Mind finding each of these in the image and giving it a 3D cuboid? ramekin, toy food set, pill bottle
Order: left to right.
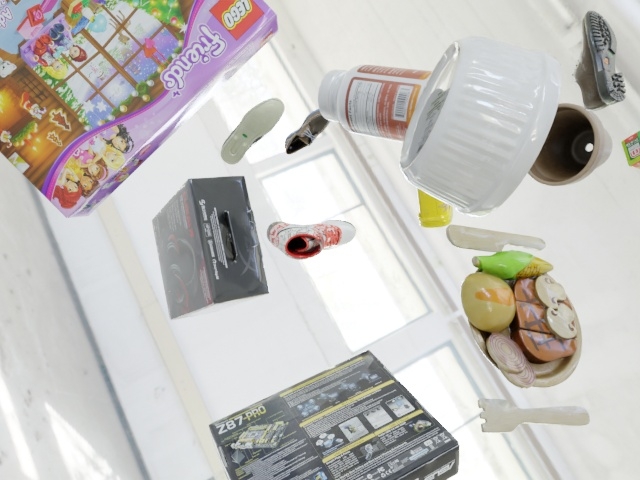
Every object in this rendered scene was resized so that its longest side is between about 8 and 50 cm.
[{"bbox_3d":[0.107,-0.238,0.877,0.216,0.121,0.121,20,-41,33],"label":"pill bottle"},{"bbox_3d":[0.178,-0.141,0.610,0.207,0.109,0.207,-160,-90,-84],"label":"ramekin"},{"bbox_3d":[0.186,0.069,0.457,0.038,0.132,0.192,125,-34,-58],"label":"toy food set"}]

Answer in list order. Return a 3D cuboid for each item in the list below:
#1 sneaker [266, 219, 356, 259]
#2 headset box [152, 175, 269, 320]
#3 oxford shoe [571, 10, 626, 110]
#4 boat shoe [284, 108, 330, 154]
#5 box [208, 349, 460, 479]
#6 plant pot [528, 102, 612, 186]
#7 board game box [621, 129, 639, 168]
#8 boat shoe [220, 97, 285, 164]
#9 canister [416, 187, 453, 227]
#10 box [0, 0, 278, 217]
[{"bbox_3d":[-0.001,0.001,1.383,0.145,0.270,0.090,-142,-123,-60],"label":"sneaker"},{"bbox_3d":[-0.209,0.019,0.941,0.293,0.110,0.218,-23,-102,56],"label":"headset box"},{"bbox_3d":[0.590,-0.392,1.111,0.096,0.082,0.227,154,-60,-65],"label":"oxford shoe"},{"bbox_3d":[-0.035,-0.307,1.470,0.066,0.183,0.066,33,42,-25],"label":"boat shoe"},{"bbox_3d":[0.016,0.402,0.990,0.318,0.395,0.097,40,-36,52],"label":"box"},{"bbox_3d":[0.838,-0.308,1.678,0.263,0.229,0.263,6,-82,53],"label":"plant pot"},{"bbox_3d":[0.499,-0.149,0.645,0.181,0.092,0.043,135,-42,-57],"label":"board game box"},{"bbox_3d":[-0.196,-0.318,1.439,0.084,0.233,0.079,43,11,-19],"label":"boat shoe"},{"bbox_3d":[0.249,-0.130,1.122,0.126,0.073,0.170,-58,140,-59],"label":"canister"},{"bbox_3d":[-0.215,-0.194,0.514,0.201,0.293,0.057,46,2,-5],"label":"box"}]
